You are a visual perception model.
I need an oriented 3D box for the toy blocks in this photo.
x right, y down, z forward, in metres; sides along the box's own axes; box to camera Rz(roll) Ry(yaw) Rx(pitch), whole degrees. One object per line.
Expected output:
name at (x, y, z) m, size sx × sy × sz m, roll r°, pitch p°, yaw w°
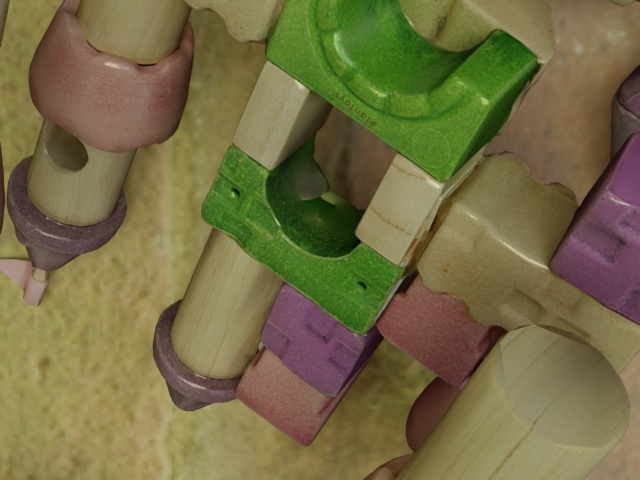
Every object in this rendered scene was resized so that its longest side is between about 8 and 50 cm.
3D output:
toy blocks at (0.000, 0.000, 0.526) m, size 0.288 × 0.309 × 0.260 m, roll 36°, pitch 135°, yaw 10°
